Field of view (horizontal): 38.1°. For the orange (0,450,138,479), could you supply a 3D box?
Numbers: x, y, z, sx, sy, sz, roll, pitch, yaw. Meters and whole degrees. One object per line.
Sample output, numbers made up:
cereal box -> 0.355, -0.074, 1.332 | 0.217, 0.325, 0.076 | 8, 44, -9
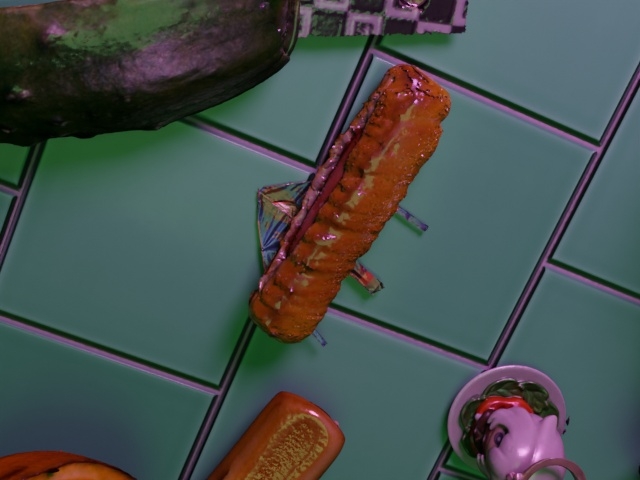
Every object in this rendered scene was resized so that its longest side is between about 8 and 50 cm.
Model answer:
orange -> -0.270, 0.337, 0.854 | 0.274, 0.274, 0.310 | 13, 141, -9

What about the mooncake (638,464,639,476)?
mooncake -> 0.458, 0.299, 0.898 | 0.161, 0.290, 0.290 | -34, 107, 2

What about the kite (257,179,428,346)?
kite -> 0.000, 0.000, 0.902 | 0.160, 0.010, 0.183 | 39, 96, -12

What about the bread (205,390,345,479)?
bread -> -0.068, 0.256, 0.941 | 0.092, 0.074, 0.239 | 38, 99, 1

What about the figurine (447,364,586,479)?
figurine -> 0.205, 0.209, 0.911 | 0.132, 0.154, 0.132 | -2, 108, -6

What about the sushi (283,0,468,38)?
sushi -> 0.032, -0.251, 0.815 | 0.200, 0.031, 0.139 | -3, 115, -7

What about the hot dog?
hot dog -> 0.026, -0.029, 0.859 | 0.083, 0.068, 0.289 | 29, 97, -17

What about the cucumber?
cucumber -> -0.172, -0.151, 0.776 | 0.325, 0.105, 0.145 | -8, 113, 0
